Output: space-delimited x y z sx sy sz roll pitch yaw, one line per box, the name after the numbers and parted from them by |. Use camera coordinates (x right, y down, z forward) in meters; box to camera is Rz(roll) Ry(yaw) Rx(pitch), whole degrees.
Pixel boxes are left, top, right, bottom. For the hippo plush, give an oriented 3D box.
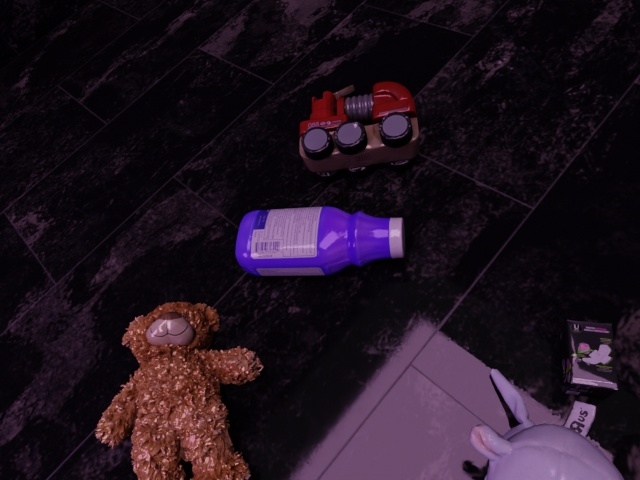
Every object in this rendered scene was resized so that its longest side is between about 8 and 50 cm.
0.251 0.275 0.415 0.234 0.236 0.294 17 66 25 | hippo plush

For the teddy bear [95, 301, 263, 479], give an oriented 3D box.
-0.215 0.239 0.657 0.245 0.113 0.338 -5 59 12 | teddy bear

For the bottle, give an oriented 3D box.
0.000 0.000 0.743 0.283 0.092 0.118 -3 60 15 | bottle

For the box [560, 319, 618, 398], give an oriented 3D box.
0.345 0.154 0.564 0.052 0.062 0.083 3 62 20 | box

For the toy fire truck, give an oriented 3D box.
0.075 -0.249 0.855 0.217 0.158 0.246 -7 69 13 | toy fire truck
